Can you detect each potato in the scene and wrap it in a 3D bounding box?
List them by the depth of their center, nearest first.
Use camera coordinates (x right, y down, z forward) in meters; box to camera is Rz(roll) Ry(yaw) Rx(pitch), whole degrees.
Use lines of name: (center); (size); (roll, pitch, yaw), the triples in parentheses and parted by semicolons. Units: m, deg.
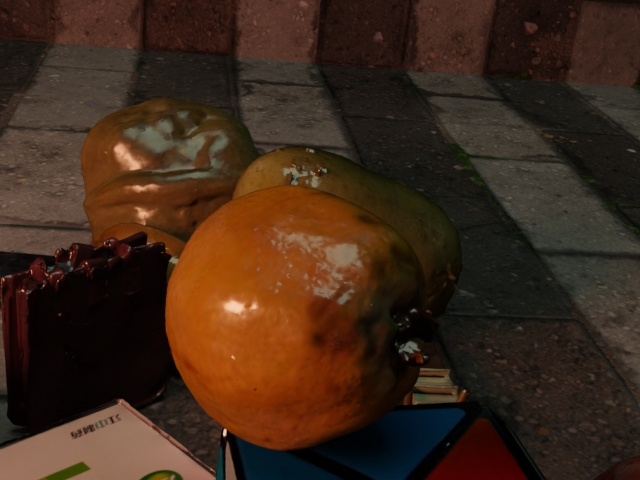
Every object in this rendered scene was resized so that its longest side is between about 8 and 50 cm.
potato: (0.021, -0.005, 1.326); (0.359, 0.219, 0.269); (28, -14, -38)

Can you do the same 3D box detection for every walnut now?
walnut: (-0.207, -0.065, 1.431); (0.277, 0.282, 0.253); (-5, 21, -20)

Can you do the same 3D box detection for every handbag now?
handbag: (-0.268, 0.106, 1.120); (0.074, 0.216, 0.203); (19, 27, 36)

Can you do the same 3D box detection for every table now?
table: (0.112, 0.175, 1.188); (0.121, 0.111, 0.240); (3, 24, -10)

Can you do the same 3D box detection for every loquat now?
loquat: (-0.017, 0.054, 0.724); (0.234, 0.187, 0.176); (15, 15, 40)

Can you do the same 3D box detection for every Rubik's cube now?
Rubik's cube: (0.048, 0.292, 0.745); (0.248, 0.250, 0.246); (2, 24, -14)

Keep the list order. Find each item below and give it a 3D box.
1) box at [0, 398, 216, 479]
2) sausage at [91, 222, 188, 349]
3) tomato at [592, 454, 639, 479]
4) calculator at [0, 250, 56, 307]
box: (-0.255, 0.278, 0.819); (0.333, 0.145, 0.173); (-16, 31, -43)
sausage: (-0.156, 0.082, 1.246); (0.354, 0.134, 0.116); (24, 9, 12)
tomato: (0.305, 0.291, 0.858); (0.184, 0.208, 0.208); (14, 16, -37)
calculator: (-0.481, 0.053, 1.415); (0.261, 0.021, 0.161); (5, 24, -4)
